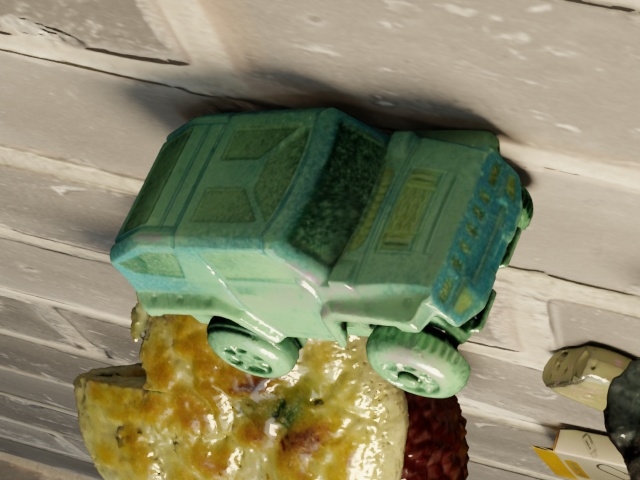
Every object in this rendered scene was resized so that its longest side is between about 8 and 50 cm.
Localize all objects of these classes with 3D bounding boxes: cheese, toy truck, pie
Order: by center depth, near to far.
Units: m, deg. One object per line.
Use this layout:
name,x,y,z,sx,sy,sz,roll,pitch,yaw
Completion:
toy truck,0.000,0.000,1.087,0.279,0.155,0.156,1,149,44
pie,-0.065,0.132,1.371,0.338,0.337,0.075,9,-157,27
cheese,0.290,0.142,1.432,0.192,0.037,0.097,24,163,-17

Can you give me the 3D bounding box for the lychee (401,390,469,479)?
lychee,0.013,0.190,1.532,0.261,0.260,0.260,16,163,5

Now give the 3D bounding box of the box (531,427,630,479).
box,0.349,0.239,1.691,0.247,0.033,0.129,10,163,24

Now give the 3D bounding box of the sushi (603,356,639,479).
sushi,0.331,0.164,1.162,0.225,0.238,0.218,-4,149,26
